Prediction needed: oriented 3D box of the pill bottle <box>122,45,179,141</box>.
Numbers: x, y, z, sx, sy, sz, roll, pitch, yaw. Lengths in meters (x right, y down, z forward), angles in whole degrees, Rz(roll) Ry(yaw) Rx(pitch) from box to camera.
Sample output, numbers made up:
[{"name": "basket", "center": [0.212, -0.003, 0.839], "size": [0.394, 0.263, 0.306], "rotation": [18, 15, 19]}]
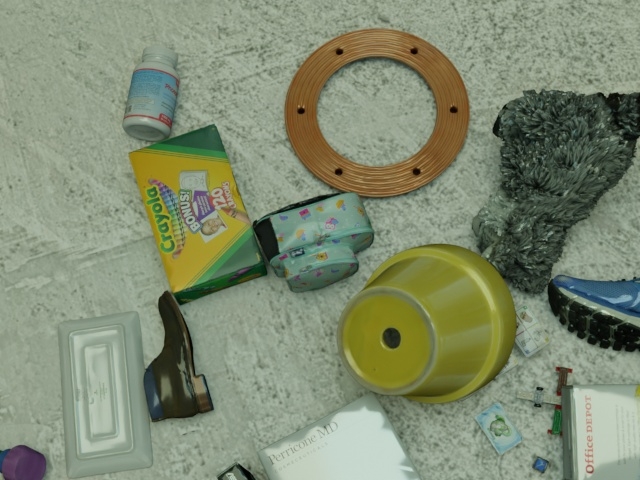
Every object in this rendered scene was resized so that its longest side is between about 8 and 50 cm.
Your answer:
[{"name": "pill bottle", "center": [-0.304, -0.268, 1.893], "size": [0.087, 0.087, 0.160], "rotation": [6, 73, 4]}]

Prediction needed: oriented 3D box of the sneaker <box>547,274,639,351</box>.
[{"name": "sneaker", "center": [0.542, 0.104, 1.723], "size": [0.330, 0.130, 0.147], "rotation": [12, 64, 7]}]

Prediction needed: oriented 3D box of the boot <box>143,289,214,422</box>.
[{"name": "boot", "center": [-0.261, 0.197, 1.742], "size": [0.106, 0.082, 0.219], "rotation": [-19, 74, -7]}]

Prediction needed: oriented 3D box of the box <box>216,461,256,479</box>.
[{"name": "box", "center": [-0.083, 0.438, 1.601], "size": [0.045, 0.184, 0.191], "rotation": [-33, 73, -9]}]

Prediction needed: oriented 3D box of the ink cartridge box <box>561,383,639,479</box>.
[{"name": "ink cartridge box", "center": [0.491, 0.304, 1.630], "size": [0.212, 0.093, 0.154], "rotation": [0, 81, 0]}]

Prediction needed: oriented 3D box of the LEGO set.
[{"name": "LEGO set", "center": [0.338, 0.257, 1.730], "size": [0.182, 0.060, 0.244], "rotation": [-35, 72, 4]}]

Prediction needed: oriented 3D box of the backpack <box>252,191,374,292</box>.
[{"name": "backpack", "center": [0.000, 0.000, 1.751], "size": [0.188, 0.166, 0.144], "rotation": [-26, 74, -3]}]

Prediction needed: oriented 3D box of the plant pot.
[{"name": "plant pot", "center": [0.150, 0.138, 1.612], "size": [0.254, 0.239, 0.254], "rotation": [2, 95, 27]}]

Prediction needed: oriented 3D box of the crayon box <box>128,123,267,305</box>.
[{"name": "crayon box", "center": [-0.215, -0.046, 1.819], "size": [0.165, 0.081, 0.278], "rotation": [-19, 72, -4]}]

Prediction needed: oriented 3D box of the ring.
[{"name": "ring", "center": [0.102, -0.232, 1.895], "size": [0.336, 0.032, 0.337], "rotation": [0, 72, 1]}]

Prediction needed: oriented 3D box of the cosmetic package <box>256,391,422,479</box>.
[{"name": "cosmetic package", "center": [0.082, 0.454, 1.605], "size": [0.217, 0.156, 0.385], "rotation": [-29, 74, -5]}]

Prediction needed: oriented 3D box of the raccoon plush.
[{"name": "raccoon plush", "center": [0.405, -0.087, 1.657], "size": [0.216, 0.446, 0.299], "rotation": [18, 70, -20]}]

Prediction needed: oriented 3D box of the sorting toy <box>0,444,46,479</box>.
[{"name": "sorting toy", "center": [-0.565, 0.497, 1.663], "size": [0.126, 0.127, 0.366], "rotation": [5, 66, 35]}]

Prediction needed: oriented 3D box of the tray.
[{"name": "tray", "center": [-0.368, 0.255, 1.754], "size": [0.145, 0.030, 0.270], "rotation": [-9, 72, 0]}]
